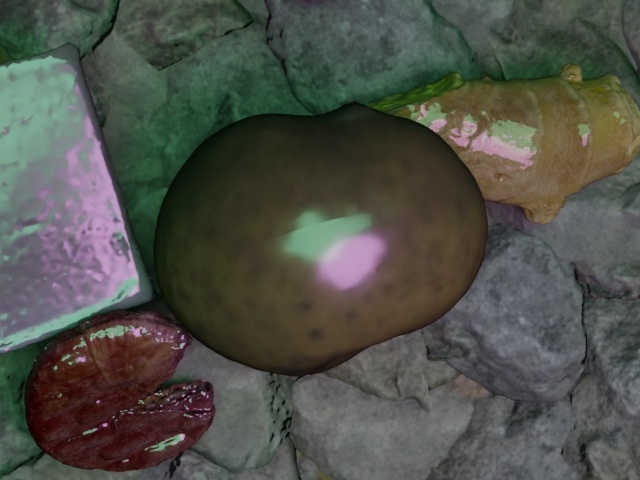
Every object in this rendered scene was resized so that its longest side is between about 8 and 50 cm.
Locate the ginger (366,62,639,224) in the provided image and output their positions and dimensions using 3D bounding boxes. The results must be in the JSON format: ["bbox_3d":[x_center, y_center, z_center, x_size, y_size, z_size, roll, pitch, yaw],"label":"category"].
[{"bbox_3d":[0.202,-0.124,1.110,0.353,0.126,0.190,8,100,-5],"label":"ginger"}]

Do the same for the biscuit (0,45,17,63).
[{"bbox_3d":[-0.438,-0.073,1.059,0.217,0.044,0.325,44,85,-8],"label":"biscuit"}]

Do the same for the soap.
[{"bbox_3d":[-0.348,-0.030,1.001,0.285,0.107,0.296,-17,105,-14],"label":"soap"}]

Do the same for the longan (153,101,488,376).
[{"bbox_3d":[0.000,0.000,1.003,0.349,0.288,0.289,-11,93,0],"label":"longan"}]

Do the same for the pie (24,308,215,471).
[{"bbox_3d":[-0.218,0.167,1.042,0.204,0.054,0.219,-10,127,-15],"label":"pie"}]
